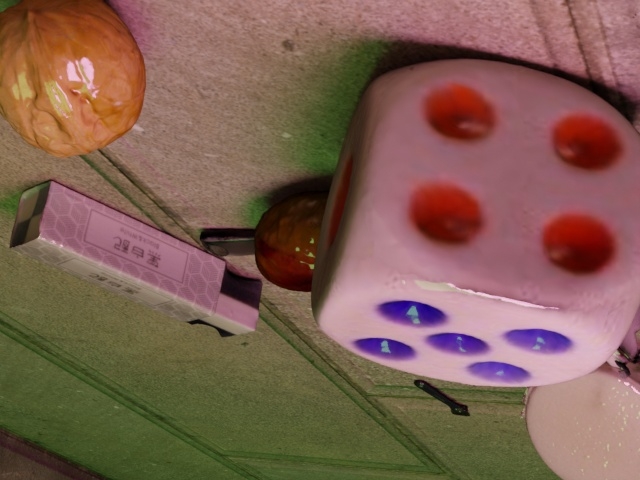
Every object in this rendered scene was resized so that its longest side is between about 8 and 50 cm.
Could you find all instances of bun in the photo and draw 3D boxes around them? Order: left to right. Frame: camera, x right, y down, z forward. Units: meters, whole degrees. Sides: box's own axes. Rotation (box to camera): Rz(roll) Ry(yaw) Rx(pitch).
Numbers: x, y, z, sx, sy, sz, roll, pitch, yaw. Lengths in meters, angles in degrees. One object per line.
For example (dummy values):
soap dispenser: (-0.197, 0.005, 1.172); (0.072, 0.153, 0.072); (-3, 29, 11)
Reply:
bun: (0.487, 0.280, 1.934); (0.263, 0.175, 0.263); (17, 124, 28)

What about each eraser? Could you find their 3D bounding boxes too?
eraser: (-0.272, 0.038, 1.771); (0.404, 0.096, 0.098); (28, 151, -35)

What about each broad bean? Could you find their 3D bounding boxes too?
broad bean: (0.001, 0.004, 1.537); (0.156, 0.122, 0.228); (30, 154, -32)

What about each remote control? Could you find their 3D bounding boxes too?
remote control: (-0.075, 0.006, 1.694); (0.212, 0.028, 0.059); (0, 157, 22)

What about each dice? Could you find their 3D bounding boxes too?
dice: (0.164, -0.009, 1.244); (0.304, 0.277, 0.304); (14, 155, -5)

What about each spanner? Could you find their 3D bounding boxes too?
spanner: (0.244, 0.317, 2.311); (0.046, 0.012, 0.208); (-6, 152, 36)

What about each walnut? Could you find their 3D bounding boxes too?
walnut: (-0.262, -0.174, 1.196); (0.159, 0.159, 0.207); (6, 157, 11)

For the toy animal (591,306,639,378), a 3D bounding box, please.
toy animal: (0.301, 0.092, 1.555); (0.247, 0.183, 0.310); (32, 155, -32)
